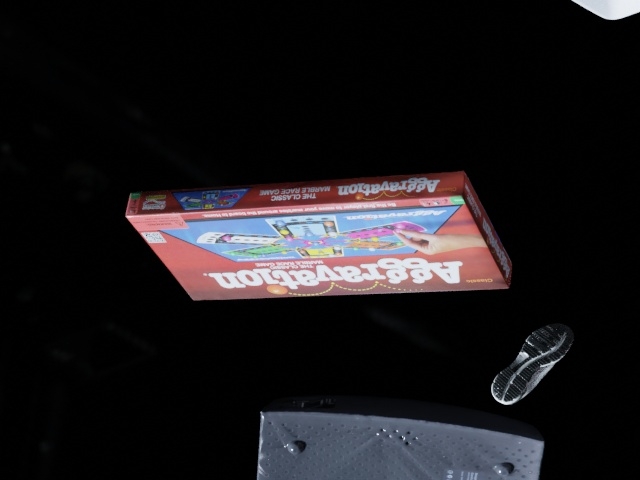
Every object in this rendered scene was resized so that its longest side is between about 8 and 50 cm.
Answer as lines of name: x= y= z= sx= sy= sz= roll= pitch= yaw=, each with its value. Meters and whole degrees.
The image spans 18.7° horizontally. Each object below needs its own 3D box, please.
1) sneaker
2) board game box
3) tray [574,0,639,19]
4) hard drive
sneaker: x=0.221 y=0.129 z=2.038 sx=0.040 sy=0.109 sz=0.044 roll=47 pitch=176 yaw=18
board game box: x=0.000 y=0.000 z=1.567 sx=0.145 sy=0.281 sz=0.027 roll=55 pitch=-143 yaw=-54
tray: x=0.171 y=-0.226 z=1.305 sx=0.270 sy=0.145 sz=0.030 roll=22 pitch=-119 yaw=-41
hard drive: x=0.070 y=0.219 z=1.785 sx=0.054 sy=0.254 sz=0.172 roll=-81 pitch=-4 yaw=-58
